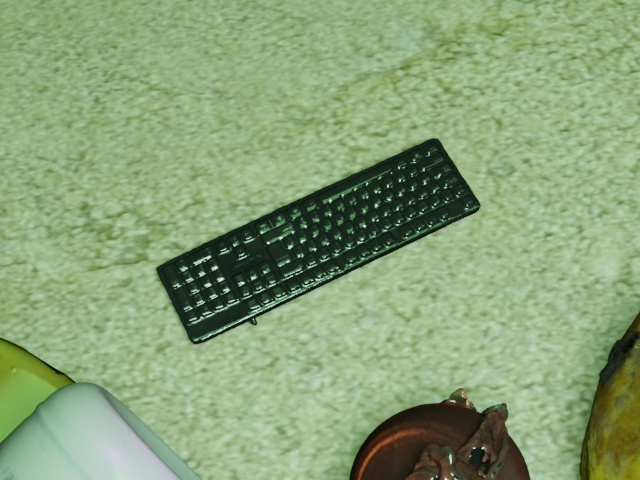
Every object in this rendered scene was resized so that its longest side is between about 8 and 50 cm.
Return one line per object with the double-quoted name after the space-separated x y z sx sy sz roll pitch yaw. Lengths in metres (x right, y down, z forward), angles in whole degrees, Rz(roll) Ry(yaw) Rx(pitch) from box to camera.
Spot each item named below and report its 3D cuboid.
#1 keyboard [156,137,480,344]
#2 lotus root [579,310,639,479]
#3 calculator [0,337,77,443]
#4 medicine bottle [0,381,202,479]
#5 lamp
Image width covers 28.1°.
0.000 0.000 1.233 0.309 0.018 0.101 -25 64 -9 "keyboard"
0.321 0.135 1.061 0.193 0.193 0.291 36 70 19 "lotus root"
-0.268 0.188 1.145 0.236 0.033 0.157 36 69 16 "calculator"
-0.209 0.287 0.975 0.302 0.241 0.241 -45 69 -8 "medicine bottle"
0.079 0.222 1.034 0.151 0.223 0.215 33 102 24 "lamp"
